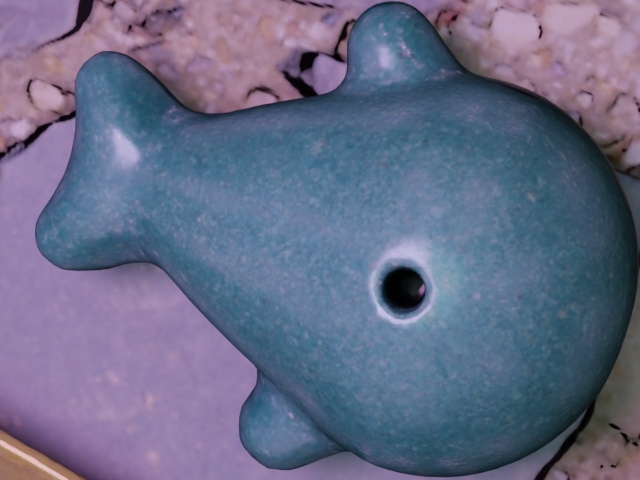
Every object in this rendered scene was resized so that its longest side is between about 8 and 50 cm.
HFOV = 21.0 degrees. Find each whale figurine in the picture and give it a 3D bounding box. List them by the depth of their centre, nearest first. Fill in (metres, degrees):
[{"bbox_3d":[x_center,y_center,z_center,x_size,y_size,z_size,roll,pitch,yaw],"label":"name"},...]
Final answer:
[{"bbox_3d":[0.000,0.000,0.747,0.272,0.141,0.216,19,98,10],"label":"whale figurine"}]

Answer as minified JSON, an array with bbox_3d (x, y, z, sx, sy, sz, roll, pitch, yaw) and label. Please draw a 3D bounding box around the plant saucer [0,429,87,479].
[{"bbox_3d":[-0.270,0.214,0.807,0.333,0.081,0.333,29,77,6],"label":"plant saucer"}]
